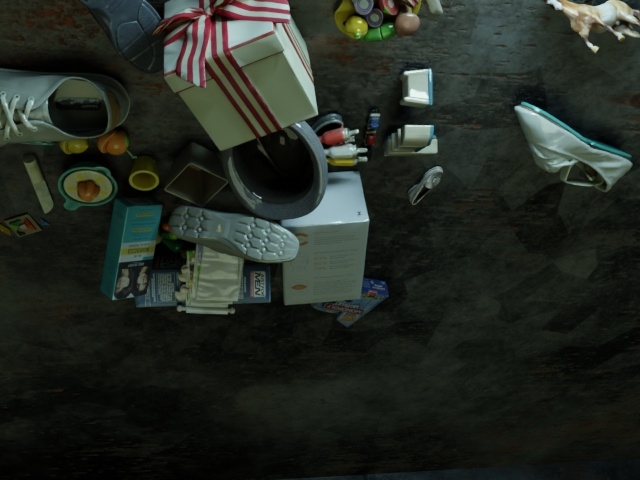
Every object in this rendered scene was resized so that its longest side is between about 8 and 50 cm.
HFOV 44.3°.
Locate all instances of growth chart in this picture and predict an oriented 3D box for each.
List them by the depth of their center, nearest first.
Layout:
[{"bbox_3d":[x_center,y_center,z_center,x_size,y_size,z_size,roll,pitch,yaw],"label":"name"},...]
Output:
[{"bbox_3d":[-0.272,0.082,1.995,0.171,0.021,0.237,12,102,-13],"label":"growth chart"}]

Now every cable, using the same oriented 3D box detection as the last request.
[{"bbox_3d":[-0.037,-0.210,1.846,0.287,0.072,0.139,-14,137,7],"label":"cable"}]

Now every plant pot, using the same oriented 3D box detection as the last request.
[{"bbox_3d":[-0.291,-0.163,1.838,0.109,0.096,0.109,25,131,-35],"label":"plant pot"}]

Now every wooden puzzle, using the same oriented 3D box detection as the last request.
[{"bbox_3d":[-0.750,-0.035,1.982,0.116,0.014,0.078,-20,141,14],"label":"wooden puzzle"}]

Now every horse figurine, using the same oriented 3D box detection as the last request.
[{"bbox_3d":[0.596,-0.448,1.613,0.263,0.174,0.066,-9,136,-21],"label":"horse figurine"}]

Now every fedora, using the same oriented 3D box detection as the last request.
[{"bbox_3d":[-0.095,-0.195,1.779,0.243,0.124,0.276,-8,123,19],"label":"fedora"}]

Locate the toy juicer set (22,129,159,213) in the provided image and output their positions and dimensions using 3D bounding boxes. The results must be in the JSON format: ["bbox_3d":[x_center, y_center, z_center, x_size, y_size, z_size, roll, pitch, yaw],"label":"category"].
[{"bbox_3d":[-0.557,-0.151,1.809,0.328,0.090,0.209,-17,142,12],"label":"toy juicer set"}]

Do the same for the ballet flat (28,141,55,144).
[{"bbox_3d":[-0.684,-0.247,1.686,0.240,0.091,0.077,-2,112,-15],"label":"ballet flat"}]

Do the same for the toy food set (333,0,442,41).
[{"bbox_3d":[0.137,-0.451,1.570,0.217,0.071,0.128,-15,142,7],"label":"toy food set"}]

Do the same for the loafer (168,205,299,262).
[{"bbox_3d":[-0.201,-0.017,1.875,0.319,0.112,0.111,16,178,8],"label":"loafer"}]

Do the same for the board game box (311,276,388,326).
[{"bbox_3d":[0.075,0.185,2.383,0.194,0.060,0.194,10,138,-23],"label":"board game box"}]

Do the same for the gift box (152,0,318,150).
[{"bbox_3d":[-0.147,-0.348,1.493,0.255,0.276,0.258,-23,139,10],"label":"gift box"}]

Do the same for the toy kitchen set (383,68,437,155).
[{"bbox_3d":[0.225,-0.289,1.806,0.122,0.166,0.207,-1,178,-9],"label":"toy kitchen set"}]

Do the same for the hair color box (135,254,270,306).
[{"bbox_3d":[-0.313,0.101,2.098,0.347,0.174,0.105,-1,102,-9],"label":"hair color box"}]

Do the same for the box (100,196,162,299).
[{"bbox_3d":[-0.457,0.019,1.895,0.100,0.060,0.244,-7,118,-45],"label":"box"}]

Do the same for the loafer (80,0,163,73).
[{"bbox_3d":[-0.387,-0.443,1.485,0.109,0.095,0.302,-38,143,0],"label":"loafer"}]

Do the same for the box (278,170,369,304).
[{"bbox_3d":[0.000,0.000,2.044,0.214,0.168,0.345,-4,143,-5],"label":"box"}]

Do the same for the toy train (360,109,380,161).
[{"bbox_3d":[0.117,-0.245,1.858,0.027,0.036,0.158,-2,142,-9],"label":"toy train"}]

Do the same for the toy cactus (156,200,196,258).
[{"bbox_3d":[-0.396,-0.028,2.011,0.180,0.112,0.219,-7,149,29],"label":"toy cactus"}]

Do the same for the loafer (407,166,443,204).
[{"bbox_3d":[0.273,-0.138,2.022,0.045,0.039,0.125,19,135,-30],"label":"loafer"}]

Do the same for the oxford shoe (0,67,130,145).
[{"bbox_3d":[-0.615,-0.263,1.584,0.449,0.130,0.169,-5,113,-9],"label":"oxford shoe"}]

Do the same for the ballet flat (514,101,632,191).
[{"bbox_3d":[0.602,-0.208,1.903,0.400,0.139,0.139,17,136,-33],"label":"ballet flat"}]
